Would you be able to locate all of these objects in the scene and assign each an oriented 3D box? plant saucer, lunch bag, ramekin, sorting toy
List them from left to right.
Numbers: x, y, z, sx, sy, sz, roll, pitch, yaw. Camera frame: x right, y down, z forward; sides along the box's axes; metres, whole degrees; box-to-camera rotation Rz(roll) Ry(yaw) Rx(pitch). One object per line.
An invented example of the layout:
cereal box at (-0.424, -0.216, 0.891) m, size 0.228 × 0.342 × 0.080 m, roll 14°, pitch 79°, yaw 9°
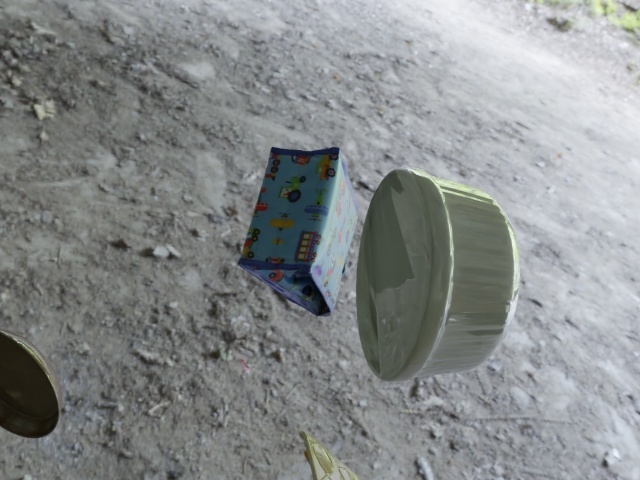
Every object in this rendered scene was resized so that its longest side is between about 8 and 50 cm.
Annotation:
plant saucer at (-0.394, 0.177, 0.833) m, size 0.168 × 0.169 × 0.029 m, roll 28°, pitch 32°, yaw 8°
lunch bag at (0.000, 0.000, 1.171) m, size 0.138 × 0.293 × 0.221 m, roll 5°, pitch 68°, yaw 24°
sorting toy at (0.017, 0.155, 0.388) m, size 0.083 × 0.012 × 0.062 m, roll 49°, pitch 5°, yaw -30°
ramekin at (0.142, 0.046, 0.829) m, size 0.127 × 0.273 × 0.273 m, roll 5°, pitch 35°, yaw -14°
